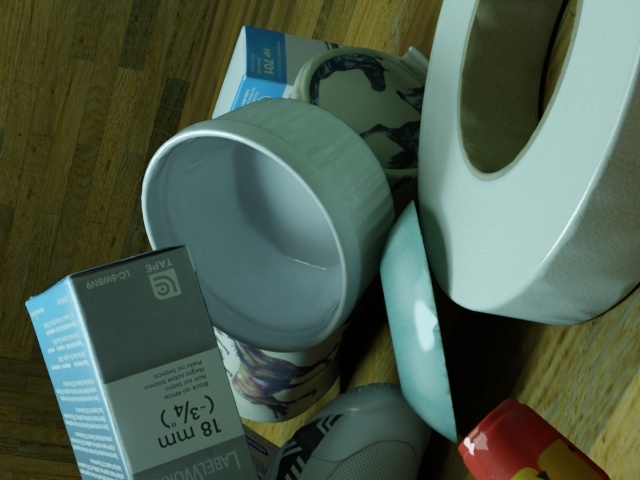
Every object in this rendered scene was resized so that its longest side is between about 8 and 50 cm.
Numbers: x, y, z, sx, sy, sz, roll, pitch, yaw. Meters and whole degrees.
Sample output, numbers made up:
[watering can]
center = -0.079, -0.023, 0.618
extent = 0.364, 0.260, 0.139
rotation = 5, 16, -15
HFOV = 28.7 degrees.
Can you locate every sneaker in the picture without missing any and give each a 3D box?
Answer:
[sneaker]
center = 0.018, 0.306, 0.991
extent = 0.210, 0.137, 0.366
rotation = 34, 95, 52

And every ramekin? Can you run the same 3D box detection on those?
[ramekin]
center = -0.035, -0.021, 1.041
extent = 0.109, 0.207, 0.207
rotation = -41, -18, -44

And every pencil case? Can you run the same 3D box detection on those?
[pencil case]
center = 0.000, 0.000, 1.236
extent = 0.183, 0.160, 0.410
rotation = -54, -8, -46

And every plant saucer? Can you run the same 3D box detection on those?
[plant saucer]
center = 0.073, 0.067, 0.983
extent = 0.195, 0.037, 0.195
rotation = -11, -90, -87

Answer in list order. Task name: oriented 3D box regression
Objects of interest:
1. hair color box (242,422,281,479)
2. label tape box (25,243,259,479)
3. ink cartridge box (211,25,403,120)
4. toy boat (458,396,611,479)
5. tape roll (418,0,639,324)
[hair color box]
center = -0.095, 0.327, 1.280
extent = 0.110, 0.185, 0.339
rotation = -41, 28, 19
[label tape box]
center = -0.139, 0.185, 1.053
extent = 0.240, 0.106, 0.333
rotation = -18, 89, 69
[ink cartridge box]
center = -0.006, -0.132, 1.298
extent = 0.139, 0.191, 0.082
rotation = 115, 159, -47
[toy boat]
center = 0.078, 0.235, 0.722
extent = 0.148, 0.267, 0.318
rotation = 46, 128, 16
[tape roll]
center = 0.167, -0.136, 0.864
extent = 0.392, 0.072, 0.392
rotation = -169, 90, -77
